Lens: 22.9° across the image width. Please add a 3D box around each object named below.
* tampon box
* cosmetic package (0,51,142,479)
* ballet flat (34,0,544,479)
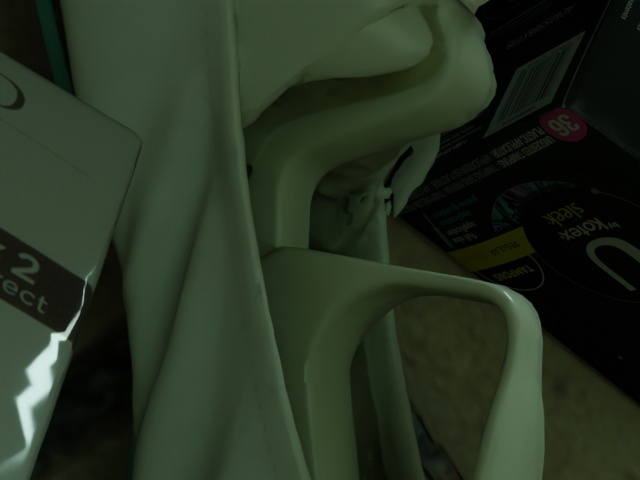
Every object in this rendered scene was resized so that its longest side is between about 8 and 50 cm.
[{"bbox_3d":[0.128,-0.020,0.565,0.161,0.120,0.101,37,62,-15],"label":"tampon box"},{"bbox_3d":[-0.152,0.036,0.344,0.151,0.151,0.183,31,33,-16],"label":"cosmetic package"},{"bbox_3d":[0.000,0.000,0.476,0.139,0.139,0.400,0,77,-28],"label":"ballet flat"}]
